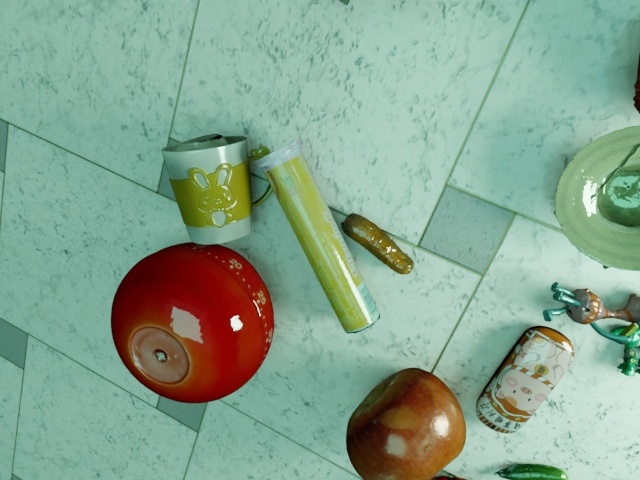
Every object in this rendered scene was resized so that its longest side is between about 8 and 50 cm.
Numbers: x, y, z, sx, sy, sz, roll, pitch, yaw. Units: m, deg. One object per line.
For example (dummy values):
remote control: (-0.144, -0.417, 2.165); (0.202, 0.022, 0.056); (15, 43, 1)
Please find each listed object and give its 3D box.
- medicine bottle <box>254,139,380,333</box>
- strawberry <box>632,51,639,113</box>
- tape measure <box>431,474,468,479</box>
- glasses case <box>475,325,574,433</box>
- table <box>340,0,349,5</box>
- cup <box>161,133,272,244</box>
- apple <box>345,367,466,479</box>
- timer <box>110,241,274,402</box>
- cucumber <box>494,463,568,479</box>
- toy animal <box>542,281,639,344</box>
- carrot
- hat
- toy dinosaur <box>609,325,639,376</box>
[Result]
medicine bottle: (0.000, 0.000, 1.011); (0.108, 0.108, 0.425); (-22, 101, 23)
strawberry: (0.608, -0.271, 0.673); (0.274, 0.220, 0.274); (5, 105, 21)
tape measure: (0.256, 0.688, 1.133); (0.261, 0.114, 0.253); (-4, 104, 24)
glasses case: (0.426, 0.297, 0.983); (0.103, 0.067, 0.266); (28, 112, 12)
table: (-0.025, -0.521, 0.860); (0.175, 0.146, 0.062); (38, 114, 6)
cup: (-0.213, -0.123, 1.043); (0.241, 0.185, 0.226); (-9, 110, -10)
apple: (0.181, 0.411, 1.001); (0.272, 0.251, 0.206); (-45, 79, 11)
timer: (-0.300, 0.195, 1.095); (0.378, 0.279, 0.377); (6, 110, 16)
cucumber: (0.472, 0.522, 1.050); (0.155, 0.037, 0.037); (-8, 102, 20)
toy animal: (0.536, 0.139, 0.881); (0.209, 0.100, 0.103); (10, 66, 6)
carrot: (0.127, 0.007, 1.011); (0.186, 0.060, 0.060); (37, 114, 1)
hat: (0.544, -0.079, 0.810); (0.252, 0.110, 0.251); (10, 114, 24)
toy dinosaur: (0.628, 0.217, 0.900); (0.132, 0.059, 0.096); (9, 97, 19)
